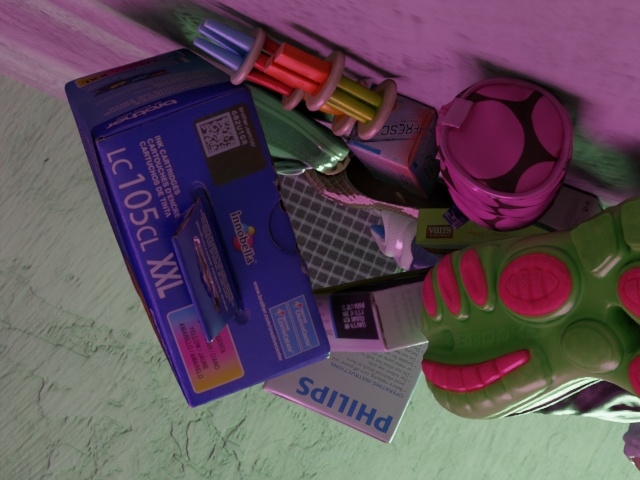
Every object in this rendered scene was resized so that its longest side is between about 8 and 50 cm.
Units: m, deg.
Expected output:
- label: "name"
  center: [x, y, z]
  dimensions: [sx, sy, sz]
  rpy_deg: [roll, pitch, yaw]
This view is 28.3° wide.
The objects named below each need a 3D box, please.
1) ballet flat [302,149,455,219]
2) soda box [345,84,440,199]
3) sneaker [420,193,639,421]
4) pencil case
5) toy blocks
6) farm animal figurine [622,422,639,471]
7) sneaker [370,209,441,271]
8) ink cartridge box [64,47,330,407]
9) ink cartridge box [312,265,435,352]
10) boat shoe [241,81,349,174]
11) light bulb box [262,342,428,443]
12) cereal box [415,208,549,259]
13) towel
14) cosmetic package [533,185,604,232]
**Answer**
- label: "ballet flat"
  center: [0.097, -0.062, 1.519]
  dimensions: [0.249, 0.084, 0.058]
  rpy_deg: [23, 149, 2]
- label: "soda box"
  center: [0.074, -0.086, 1.159]
  dimensions: [0.063, 0.058, 0.183]
  rpy_deg: [23, 177, 12]
- label: "sneaker"
  center: [0.267, 0.052, 0.917]
  dimensions: [0.202, 0.185, 0.482]
  rpy_deg: [-4, -178, -31]
- label: "pencil case"
  center: [0.125, -0.058, 0.902]
  dimensions: [0.098, 0.095, 0.209]
  rpy_deg: [39, 178, 8]
- label: "toy blocks"
  center: [-0.025, -0.137, 1.023]
  dimensions: [0.148, 0.054, 0.123]
  rpy_deg: [25, 179, -19]
- label: "farm animal figurine"
  center: [0.479, 0.183, 1.284]
  dimensions: [0.326, 0.172, 0.330]
  rpy_deg: [-13, 158, 16]
- label: "sneaker"
  center: [0.185, 0.004, 1.738]
  dimensions: [0.236, 0.130, 0.323]
  rpy_deg: [39, -168, 11]
- label: "ink cartridge box"
  center: [-0.121, -0.023, 1.218]
  dimensions: [0.151, 0.270, 0.395]
  rpy_deg: [-21, -161, -11]
- label: "ink cartridge box"
  center: [0.140, 0.054, 1.284]
  dimensions: [0.307, 0.072, 0.303]
  rpy_deg: [-13, 179, -20]
- label: "boat shoe"
  center: [-0.097, -0.125, 1.477]
  dimensions: [0.320, 0.103, 0.118]
  rpy_deg: [22, 178, 40]
- label: "light bulb box"
  center: [0.091, 0.121, 2.127]
  dimensions: [0.225, 0.361, 0.358]
  rpy_deg: [24, 179, 5]
- label: "cereal box"
  center: [0.233, 0.015, 1.432]
  dimensions: [0.173, 0.047, 0.240]
  rpy_deg: [0, 166, 30]
- label: "towel"
  center: [0.000, 0.000, 1.879]
  dimensions: [0.283, 0.235, 0.121]
  rpy_deg: [24, 172, 3]
- label: "cosmetic package"
  center: [0.203, -0.036, 1.192]
  dimensions: [0.115, 0.041, 0.060]
  rpy_deg: [23, 179, 20]
